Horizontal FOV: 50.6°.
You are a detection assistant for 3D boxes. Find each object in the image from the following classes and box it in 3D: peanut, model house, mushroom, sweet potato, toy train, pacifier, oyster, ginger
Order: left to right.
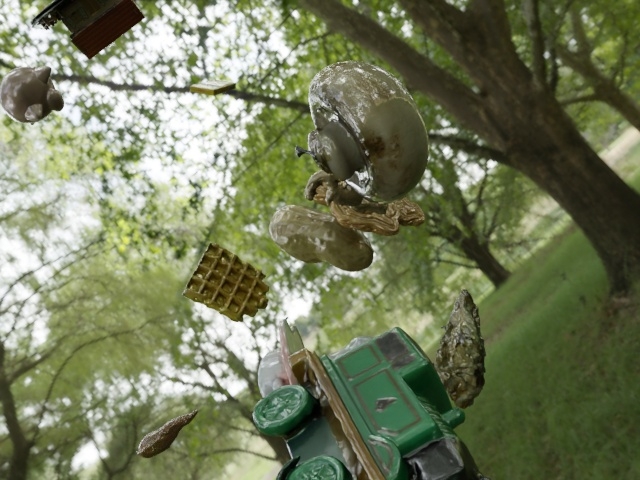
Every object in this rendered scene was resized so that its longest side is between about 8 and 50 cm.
[{"bbox_3d":[-0.576,-0.587,1.751,0.293,0.154,0.207,-37,20,1],"label":"model house"},{"bbox_3d":[-0.427,0.540,1.858,0.226,0.068,0.068,-37,-10,8],"label":"sweet potato"},{"bbox_3d":[-0.014,0.275,1.376,0.273,0.220,0.332,-52,-13,-7],"label":"pacifier"},{"bbox_3d":[0.000,0.000,2.245,0.169,0.386,0.192,-39,-39,-50],"label":"peanut"},{"bbox_3d":[0.092,-0.140,1.901,0.149,0.258,0.065,-56,26,35],"label":"ginger"},{"bbox_3d":[0.084,-0.242,1.613,0.294,0.362,0.362,-34,-11,-12],"label":"mushroom"},{"bbox_3d":[0.072,0.264,0.859,0.249,0.178,0.429,-28,24,-5],"label":"toy train"},{"bbox_3d":[0.399,0.304,1.907,0.133,0.337,0.198,-9,-44,20],"label":"oyster"}]

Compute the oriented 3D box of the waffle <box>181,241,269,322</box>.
[{"bbox_3d":[-0.228,0.121,1.737,0.055,0.210,0.161,-46,16,56],"label":"waffle"}]

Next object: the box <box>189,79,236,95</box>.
[{"bbox_3d":[-0.342,-0.489,2.160,0.155,0.086,0.023,-45,-33,-61],"label":"box"}]

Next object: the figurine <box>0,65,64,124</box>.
[{"bbox_3d":[-0.623,-0.311,1.455,0.137,0.125,0.125,3,22,38],"label":"figurine"}]

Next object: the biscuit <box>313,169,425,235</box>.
[{"bbox_3d":[0.148,-0.128,2.109,0.051,0.375,0.269,106,-176,-46],"label":"biscuit"}]
